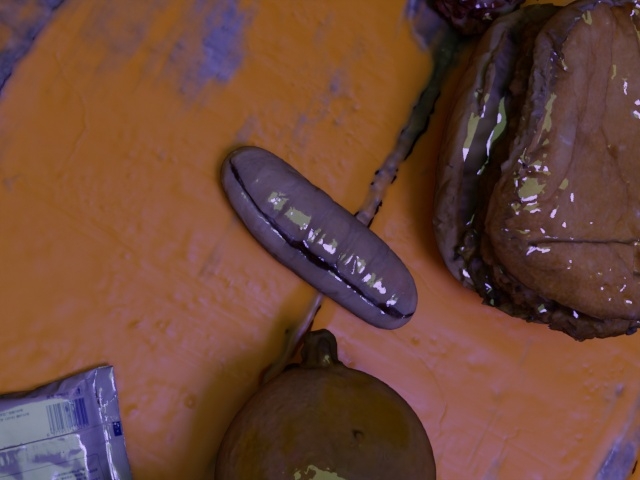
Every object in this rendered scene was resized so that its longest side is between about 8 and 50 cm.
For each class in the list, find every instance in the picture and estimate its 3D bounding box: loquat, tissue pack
[{"bbox_3d":[0.003,0.172,0.664,0.172,0.149,0.205,-4,78,-11],"label":"loquat"},{"bbox_3d":[-0.249,0.177,0.664,0.193,0.026,0.123,-10,88,-14],"label":"tissue pack"}]

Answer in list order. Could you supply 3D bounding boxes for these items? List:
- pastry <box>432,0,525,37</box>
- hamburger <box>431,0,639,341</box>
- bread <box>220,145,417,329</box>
[{"bbox_3d":[0.172,-0.288,0.769,0.115,0.097,0.208,27,82,0],"label":"pastry"},{"bbox_3d":[0.226,-0.062,0.738,0.259,0.144,0.283,26,76,-22],"label":"hamburger"},{"bbox_3d":[0.000,0.000,0.725,0.214,0.053,0.073,41,82,-8],"label":"bread"}]
